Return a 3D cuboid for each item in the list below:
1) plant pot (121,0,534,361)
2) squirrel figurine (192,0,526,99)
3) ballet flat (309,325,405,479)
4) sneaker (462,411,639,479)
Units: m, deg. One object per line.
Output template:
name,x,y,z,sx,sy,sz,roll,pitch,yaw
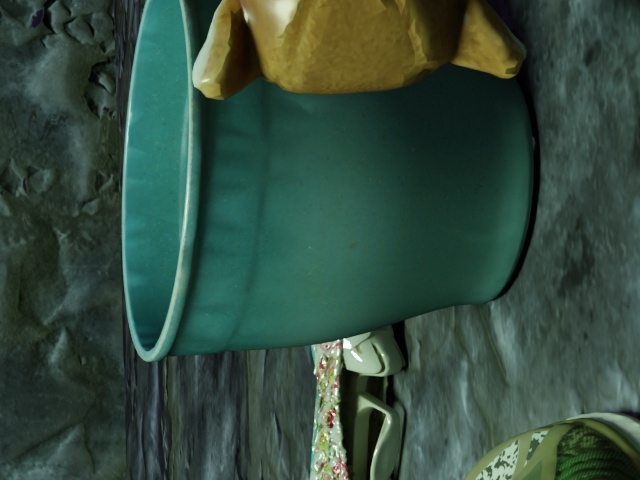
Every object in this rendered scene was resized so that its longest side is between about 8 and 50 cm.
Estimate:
plant pot,0.004,-0.046,1.151,0.271,0.255,0.272,-177,90,-74
squirrel figurine,0.013,-0.239,0.811,0.397,0.281,0.371,-119,28,-67
ballet flat,0.037,0.129,1.370,0.077,0.091,0.241,3,96,44
sneaker,0.115,0.175,0.851,0.410,0.182,0.158,173,98,-75
